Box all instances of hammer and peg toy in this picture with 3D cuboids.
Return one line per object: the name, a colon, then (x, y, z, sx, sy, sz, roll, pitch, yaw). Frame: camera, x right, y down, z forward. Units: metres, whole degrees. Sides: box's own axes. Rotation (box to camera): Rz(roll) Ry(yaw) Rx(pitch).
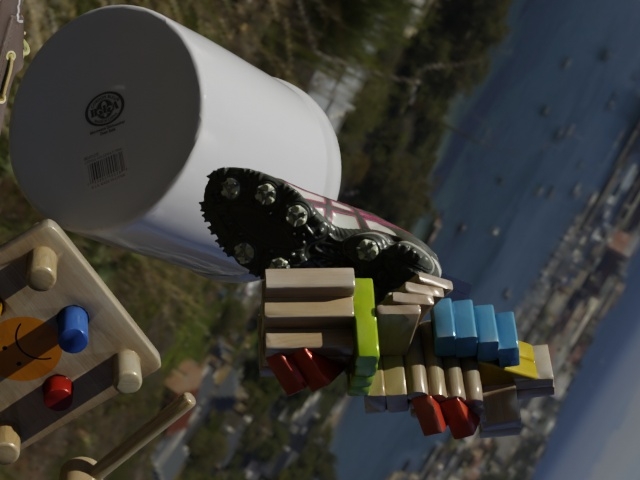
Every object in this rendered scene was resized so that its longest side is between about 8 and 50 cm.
hammer and peg toy: (-0.339, 0.164, 1.526, 0.266, 0.361, 0.127, -31, -151, 5)

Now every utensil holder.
utensil holder: (-0.196, -0.127, 1.679, 0.327, 0.328, 0.385, -60, 153, 3)

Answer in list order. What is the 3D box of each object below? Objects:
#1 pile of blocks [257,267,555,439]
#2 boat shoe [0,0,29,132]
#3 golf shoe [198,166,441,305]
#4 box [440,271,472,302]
pile of blocks: (0.100, 0.122, 1.153, 0.149, 0.362, 0.112, -45, -140, 46)
boat shoe: (-0.388, -0.207, 1.349, 0.097, 0.117, 0.324, 16, 91, -53)
golf shoe: (0.000, 0.000, 1.287, 0.105, 0.273, 0.120, -68, 168, 16)
box: (0.092, 0.046, 1.650, 0.145, 0.186, 0.038, 20, 82, -45)
